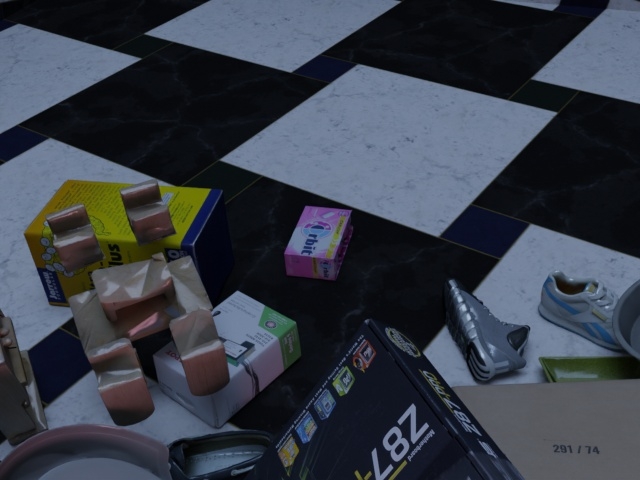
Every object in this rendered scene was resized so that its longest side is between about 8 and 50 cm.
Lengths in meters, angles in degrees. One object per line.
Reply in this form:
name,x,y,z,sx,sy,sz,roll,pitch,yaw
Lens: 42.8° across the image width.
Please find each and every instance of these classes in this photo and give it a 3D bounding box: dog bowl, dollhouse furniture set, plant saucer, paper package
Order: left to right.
dollhouse furniture set,-0.385,0.157,1.391,0.394,0.256,0.362,-20,58,-14
dog bowl,-0.289,0.412,1.089,0.348,0.102,0.349,25,27,-14
paper package,0.352,0.340,1.140,0.324,0.168,0.309,-3,23,5
plant saucer,0.472,0.245,1.357,0.188,0.045,0.188,-1,12,6

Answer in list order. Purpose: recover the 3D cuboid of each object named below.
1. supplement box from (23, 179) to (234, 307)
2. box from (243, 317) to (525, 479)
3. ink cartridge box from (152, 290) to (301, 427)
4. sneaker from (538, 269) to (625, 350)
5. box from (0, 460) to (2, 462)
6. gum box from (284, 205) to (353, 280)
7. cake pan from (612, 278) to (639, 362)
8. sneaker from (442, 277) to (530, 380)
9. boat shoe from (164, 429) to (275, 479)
supplement box,-0.382,0.015,1.678,0.356,0.194,0.195,4,38,12
box,0.048,0.351,1.067,0.097,0.395,0.318,24,19,-41
ink cartridge box,-0.168,0.210,1.478,0.160,0.093,0.219,24,45,33
sneaker,0.517,0.130,1.509,0.228,0.092,0.087,20,42,27
box,-0.403,0.416,1.153,0.233,0.044,0.159,32,29,-25
gum box,0.000,0.000,1.762,0.107,0.062,0.188,5,38,13
cake pan,0.642,0.135,1.359,0.293,0.054,0.293,-19,28,10
sneaker,0.315,0.157,1.515,0.132,0.086,0.229,-7,47,-11
boat shoe,-0.210,0.354,1.293,0.302,0.091,0.114,-9,37,-5
